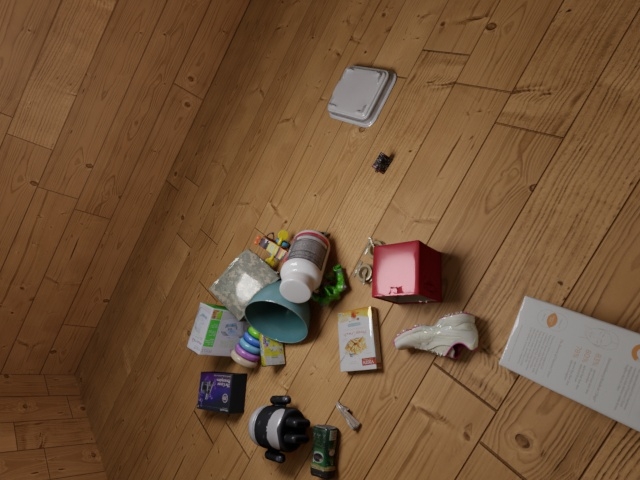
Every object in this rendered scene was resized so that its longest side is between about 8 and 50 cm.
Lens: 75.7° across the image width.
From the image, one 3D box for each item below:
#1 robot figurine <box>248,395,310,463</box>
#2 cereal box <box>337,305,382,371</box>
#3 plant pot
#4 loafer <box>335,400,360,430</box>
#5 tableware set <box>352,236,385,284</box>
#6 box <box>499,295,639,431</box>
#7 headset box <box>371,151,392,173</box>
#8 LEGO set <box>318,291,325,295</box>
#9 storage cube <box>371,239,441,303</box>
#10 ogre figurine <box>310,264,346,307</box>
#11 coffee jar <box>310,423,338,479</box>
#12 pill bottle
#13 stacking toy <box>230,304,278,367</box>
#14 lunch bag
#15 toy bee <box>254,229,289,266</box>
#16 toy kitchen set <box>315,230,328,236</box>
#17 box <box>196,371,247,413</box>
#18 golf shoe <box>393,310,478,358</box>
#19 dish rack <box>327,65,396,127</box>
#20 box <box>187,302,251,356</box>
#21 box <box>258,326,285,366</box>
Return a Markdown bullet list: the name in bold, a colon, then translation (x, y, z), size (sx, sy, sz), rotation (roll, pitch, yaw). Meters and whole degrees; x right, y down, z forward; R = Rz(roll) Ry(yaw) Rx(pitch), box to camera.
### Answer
- **robot figurine**: translation (-0.172, 0.779, 1.712), size (0.279, 0.173, 0.209), rotation (-13, 24, 38)
- **cereal box**: translation (0.151, 0.394, 1.636), size (0.173, 0.047, 0.239), rotation (-20, 63, 36)
- **plant pot**: translation (-0.166, 0.289, 1.831), size (0.291, 0.290, 0.195), rotation (-21, 32, 36)
- **loafer**: translation (0.107, 0.670, 1.590), size (0.039, 0.045, 0.125), rotation (-42, 56, 2)
- **tableware set**: translation (0.203, 0.086, 1.702), size (0.128, 0.039, 0.194), rotation (28, 95, 44)
- **box**: translation (0.701, 0.313, 1.089), size (0.346, 0.168, 0.214), rotation (21, 90, 44)
- **headset box**: translation (0.264, -0.329, 1.776), size (0.032, 0.062, 0.083), rotation (44, 106, 42)
- **LEGO set**: translation (0.009, 0.237, 1.834), size (0.054, 0.024, 0.083), rotation (-54, 48, 14)
- **storage cube**: translation (0.312, 0.122, 1.493), size (0.215, 0.184, 0.192), rotation (-9, 69, 40)
- **ogre figurine**: translation (0.034, 0.206, 1.769), size (0.197, 0.096, 0.118), rotation (-30, 49, -2)
- **coffee jar**: translation (0.014, 0.816, 1.591), size (0.096, 0.079, 0.184), rotation (-7, 70, 37)
- **pill bottle**: translation (-0.069, 0.110, 1.751), size (0.176, 0.176, 0.318), rotation (-31, 24, 31)
- **stacking toy**: translation (-0.296, 0.436, 1.977), size (0.141, 0.141, 0.330), rotation (28, 89, 44)
- **lunch bag**: translation (-0.348, 0.212, 1.991), size (0.235, 0.169, 0.287), rotation (41, 89, 18)
- **toy bee**: translation (-0.244, 0.040, 2.037), size (0.299, 0.162, 0.195), rotation (5, 80, 43)
- **toy kitchen set**: translation (0.000, 0.000, 1.899), size (0.068, 0.083, 0.075), rotation (1, 72, -1)
- **box**: translation (-0.493, 0.754, 2.055), size (0.262, 0.103, 0.184), rotation (-12, 70, 39)
- **golf shoe**: translation (0.388, 0.344, 1.401), size (0.306, 0.115, 0.140), rotation (-29, 61, 33)
- **dish rack**: translation (0.177, -0.710, 1.983), size (0.333, 0.073, 0.285), rotation (32, 99, 44)
- **box**: translation (-0.494, 0.448, 2.049), size (0.127, 0.262, 0.230), rotation (10, 82, 43)
- **box**: translation (-0.226, 0.484, 1.893), size (0.043, 0.105, 0.179), rotation (-34, 58, 49)
